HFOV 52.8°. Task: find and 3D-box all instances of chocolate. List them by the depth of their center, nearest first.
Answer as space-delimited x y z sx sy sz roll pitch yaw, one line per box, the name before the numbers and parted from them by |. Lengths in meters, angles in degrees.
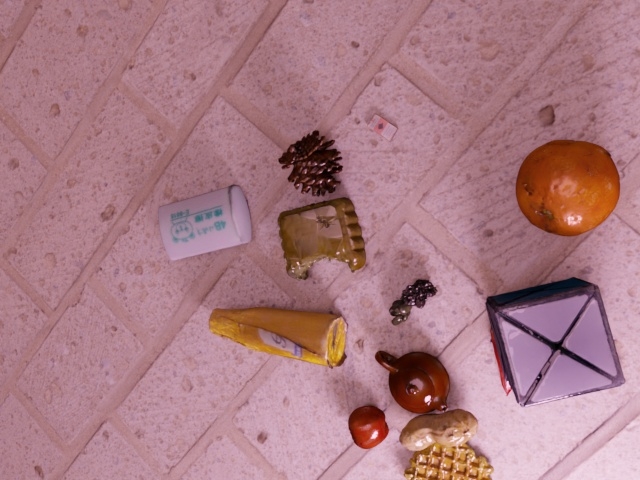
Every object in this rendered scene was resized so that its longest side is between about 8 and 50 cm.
chocolate | -0.142 0.288 1.980 0.446 0.162 0.162 5 96 23

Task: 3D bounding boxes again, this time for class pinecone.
pinecone | -0.019 -0.221 1.883 0.179 0.150 0.195 -33 82 20

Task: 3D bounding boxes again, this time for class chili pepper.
chili pepper | 0.504 0.304 1.776 0.059 0.050 0.267 -6 93 -2

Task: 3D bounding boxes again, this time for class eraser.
eraser | -0.370 -0.054 2.064 0.290 0.104 0.189 -14 93 23

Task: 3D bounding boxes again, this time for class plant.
plant | 0.259 0.175 1.849 0.174 0.087 0.085 -46 43 22

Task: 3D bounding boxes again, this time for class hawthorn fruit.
hawthorn fruit | 0.142 0.552 1.908 0.128 0.128 0.128 2 95 21

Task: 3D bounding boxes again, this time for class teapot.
teapot | 0.259 0.397 1.836 0.252 0.135 0.178 35 102 15

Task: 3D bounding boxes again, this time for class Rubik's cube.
Rubik's cube | 0.570 0.243 1.610 0.260 0.259 0.254 -16 87 7

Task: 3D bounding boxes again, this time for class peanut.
peanut | 0.331 0.534 1.814 0.230 0.103 0.098 -18 72 25

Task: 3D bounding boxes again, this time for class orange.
orange | 0.611 -0.134 1.597 0.246 0.246 0.246 2 95 21

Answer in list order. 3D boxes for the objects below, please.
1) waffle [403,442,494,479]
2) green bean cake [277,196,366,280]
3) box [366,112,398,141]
waffle | 0.378 0.685 1.853 0.243 0.059 0.237 -35 81 18
green bean cake | 0.000 0.000 1.909 0.236 0.124 0.232 -13 90 21
box | 0.180 -0.328 1.870 0.083 0.012 0.046 37 107 15
